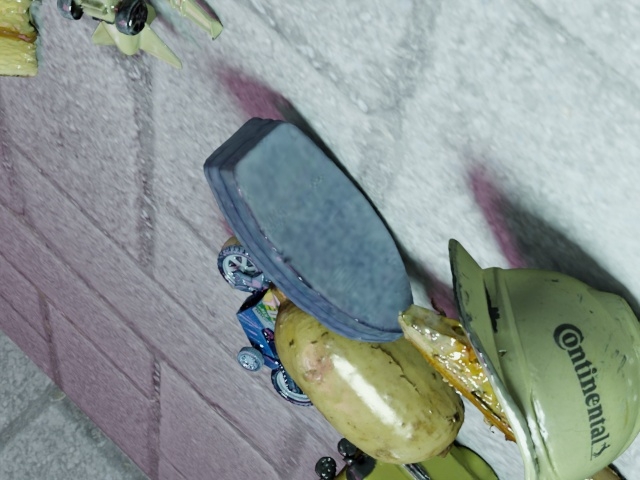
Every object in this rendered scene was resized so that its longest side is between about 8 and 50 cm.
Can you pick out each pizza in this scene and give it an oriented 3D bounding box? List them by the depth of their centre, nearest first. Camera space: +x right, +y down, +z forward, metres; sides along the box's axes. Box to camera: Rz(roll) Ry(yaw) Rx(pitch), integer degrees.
[{"bbox_3d":[0.170,0.138,1.591,0.226,0.069,0.147,44,175,0],"label":"pizza"}]

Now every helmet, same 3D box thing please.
[{"bbox_3d":[0.215,0.100,1.331,0.204,0.137,0.257,-87,-23,-62],"label":"helmet"}]

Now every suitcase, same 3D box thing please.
[{"bbox_3d":[0.122,0.318,1.907,0.235,0.143,0.194,46,159,6],"label":"suitcase"}]

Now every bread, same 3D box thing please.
[{"bbox_3d":[-0.458,-0.303,1.975,0.266,0.178,0.142,106,150,-64],"label":"bread"}]

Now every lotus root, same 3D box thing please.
[{"bbox_3d":[0.043,0.136,1.712,0.284,0.146,0.160,51,169,-11],"label":"lotus root"}]

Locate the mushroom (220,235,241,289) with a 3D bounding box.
[{"bbox_3d":[-0.091,0.032,1.908,0.083,0.067,0.083,46,166,15],"label":"mushroom"}]

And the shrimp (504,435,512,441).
[{"bbox_3d":[0.240,0.252,1.716,0.091,0.025,0.127,43,155,11],"label":"shrimp"}]

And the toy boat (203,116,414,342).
[{"bbox_3d":[0.000,0.000,1.584,0.283,0.127,0.078,50,155,-15],"label":"toy boat"}]

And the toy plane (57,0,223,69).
[{"bbox_3d":[-0.217,-0.277,1.554,0.242,0.104,0.256,20,156,24],"label":"toy plane"}]

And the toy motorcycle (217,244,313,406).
[{"bbox_3d":[-0.031,0.107,1.849,0.135,0.092,0.254,-4,124,32],"label":"toy motorcycle"}]

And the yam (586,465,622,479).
[{"bbox_3d":[0.335,0.304,1.593,0.241,0.057,0.057,50,160,-2],"label":"yam"}]
